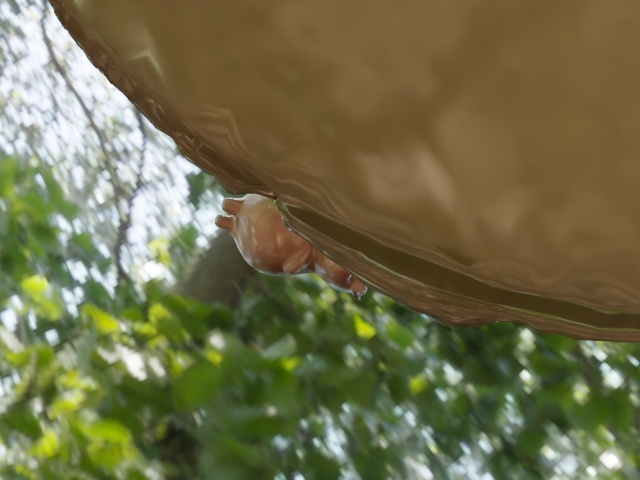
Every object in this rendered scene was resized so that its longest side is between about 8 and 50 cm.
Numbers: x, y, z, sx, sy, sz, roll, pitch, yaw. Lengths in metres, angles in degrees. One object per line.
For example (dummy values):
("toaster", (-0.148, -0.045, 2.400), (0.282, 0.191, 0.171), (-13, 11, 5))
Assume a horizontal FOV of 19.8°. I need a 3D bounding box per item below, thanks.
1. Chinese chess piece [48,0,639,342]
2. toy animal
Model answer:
("Chinese chess piece", (0.066, -0.144, 0.310), (0.338, 0.140, 0.338), (14, -58, 23))
("toy animal", (0.001, -0.007, 1.292), (0.150, 0.083, 0.089), (5, -78, -9))
